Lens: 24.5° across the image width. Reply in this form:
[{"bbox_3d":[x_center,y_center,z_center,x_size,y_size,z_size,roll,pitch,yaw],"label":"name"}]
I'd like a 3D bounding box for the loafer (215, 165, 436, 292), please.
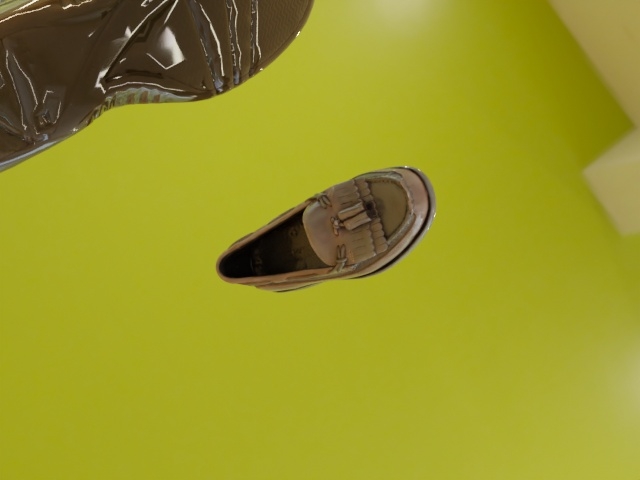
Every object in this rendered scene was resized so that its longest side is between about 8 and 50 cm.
[{"bbox_3d":[0.000,0.000,0.680,0.125,0.039,0.045,-25,-103,47],"label":"loafer"}]

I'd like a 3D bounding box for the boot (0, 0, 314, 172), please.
[{"bbox_3d":[-0.124,-0.103,0.637,0.165,0.213,0.077,26,-47,44],"label":"boot"}]
